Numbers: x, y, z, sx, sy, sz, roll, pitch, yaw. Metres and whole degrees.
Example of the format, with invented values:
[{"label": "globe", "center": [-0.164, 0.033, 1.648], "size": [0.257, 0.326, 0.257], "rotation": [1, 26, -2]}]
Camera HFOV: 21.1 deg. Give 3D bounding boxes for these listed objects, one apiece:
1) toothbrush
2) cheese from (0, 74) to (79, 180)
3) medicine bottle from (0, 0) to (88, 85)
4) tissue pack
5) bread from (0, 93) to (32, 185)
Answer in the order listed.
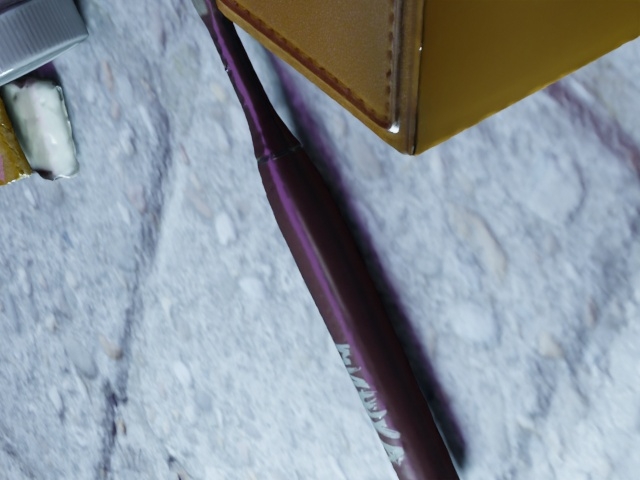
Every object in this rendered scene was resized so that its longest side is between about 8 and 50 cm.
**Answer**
[{"label": "toothbrush", "center": [-0.001, 0.000, 1.028], "size": [0.041, 0.041, 0.364], "rotation": [-12, 105, 58]}, {"label": "cheese", "center": [-0.309, -0.111, 1.393], "size": [0.400, 0.034, 0.085], "rotation": [12, 123, 51]}, {"label": "medicine bottle", "center": [-0.237, -0.188, 1.145], "size": [0.105, 0.105, 0.168], "rotation": [-18, 101, 59]}, {"label": "tissue pack", "center": [0.060, -0.201, 0.608], "size": [0.145, 0.194, 0.275], "rotation": [36, 142, 34]}, {"label": "bread", "center": [-0.243, -0.079, 1.257], "size": [0.047, 0.036, 0.083], "rotation": [-2, 113, 50]}]
